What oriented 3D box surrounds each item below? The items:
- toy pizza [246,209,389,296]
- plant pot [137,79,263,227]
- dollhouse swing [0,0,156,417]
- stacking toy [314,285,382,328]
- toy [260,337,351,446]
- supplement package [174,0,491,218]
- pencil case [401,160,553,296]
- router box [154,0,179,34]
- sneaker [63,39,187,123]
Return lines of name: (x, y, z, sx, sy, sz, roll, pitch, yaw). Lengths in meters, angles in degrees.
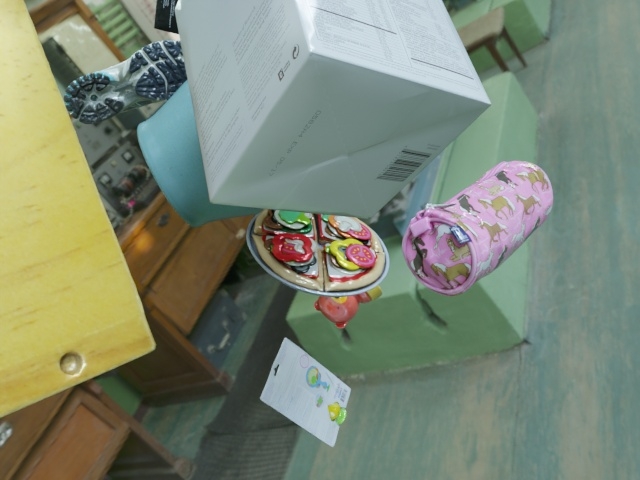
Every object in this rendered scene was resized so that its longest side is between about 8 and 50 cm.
toy pizza: (0.000, 0.000, 0.813, 0.201, 0.201, 0.032, -78, 4, -54)
plant pot: (-0.127, -0.154, 0.926, 0.255, 0.271, 0.271, -27, 26, 3)
dollhouse swing: (-0.328, -0.021, 0.498, 0.315, 0.347, 0.305, -21, -1, -40)
stacking toy: (-0.032, 0.044, 1.345, 0.309, 0.279, 0.130, 35, 76, 32)
toy: (-0.037, 0.324, 1.259, 0.056, 0.237, 0.137, -14, 45, 44)
supplement package: (-0.006, -0.189, 0.596, 0.199, 0.198, 0.262, -45, 51, 45)
pencil case: (0.329, -0.039, 1.202, 0.160, 0.167, 0.386, 30, 40, 30)
router box: (-0.177, -0.401, 0.912, 0.133, 0.179, 0.046, 14, 25, 1)
sneaker: (-0.342, -0.310, 1.141, 0.283, 0.110, 0.122, -17, 19, -6)
